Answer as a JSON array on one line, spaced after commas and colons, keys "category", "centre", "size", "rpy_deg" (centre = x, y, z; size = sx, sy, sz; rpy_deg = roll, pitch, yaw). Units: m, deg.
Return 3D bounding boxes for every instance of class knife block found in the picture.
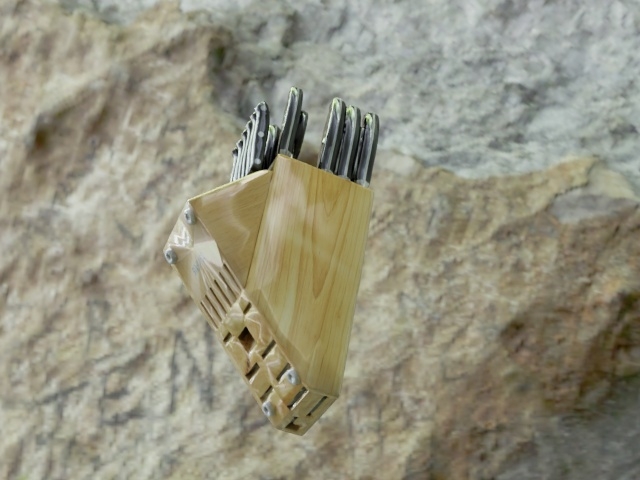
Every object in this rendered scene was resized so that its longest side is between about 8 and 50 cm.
[{"category": "knife block", "centre": [0.000, 0.000, 1.005], "size": [0.276, 0.242, 0.088], "rpy_deg": [56, -35, 16]}]
